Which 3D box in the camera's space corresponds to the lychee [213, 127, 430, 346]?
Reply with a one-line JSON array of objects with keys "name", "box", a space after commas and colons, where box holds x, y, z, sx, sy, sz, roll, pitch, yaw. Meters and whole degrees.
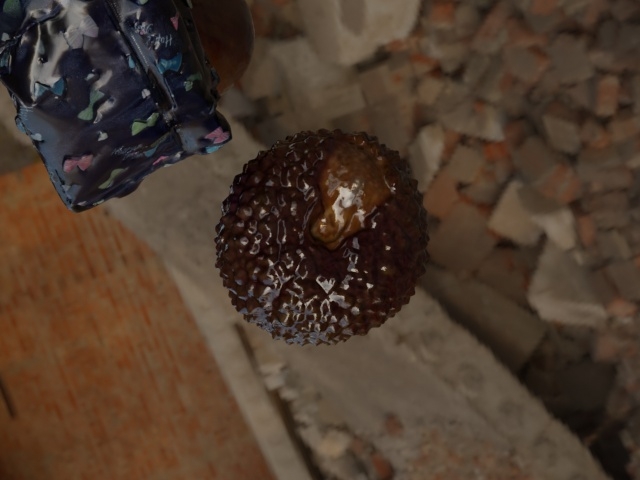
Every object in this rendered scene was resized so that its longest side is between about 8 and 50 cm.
[{"name": "lychee", "box": [0.000, 0.000, 1.129, 0.188, 0.188, 0.188, 159, 90, -77]}]

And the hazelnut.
[{"name": "hazelnut", "box": [-0.183, -0.237, 1.486, 0.229, 0.229, 0.229, 159, 90, -77]}]

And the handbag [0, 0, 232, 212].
[{"name": "handbag", "box": [-0.164, -0.130, 1.067, 0.260, 0.162, 0.113, 68, 177, -59]}]
